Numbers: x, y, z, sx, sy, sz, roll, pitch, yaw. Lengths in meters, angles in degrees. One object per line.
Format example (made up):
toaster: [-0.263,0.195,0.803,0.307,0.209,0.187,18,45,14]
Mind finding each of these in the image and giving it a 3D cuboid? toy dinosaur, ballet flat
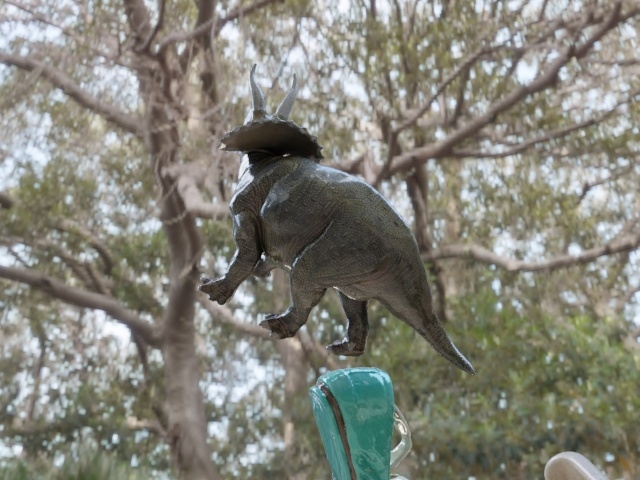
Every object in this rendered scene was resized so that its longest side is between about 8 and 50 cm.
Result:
toy dinosaur: [0.000,0.000,0.854,0.121,0.313,0.160,-11,-46,-51]
ballet flat: [0.049,0.220,0.956,0.087,0.083,0.247,-17,-61,-18]

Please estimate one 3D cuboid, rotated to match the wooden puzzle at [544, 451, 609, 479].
wooden puzzle: [0.360,0.378,0.962,0.081,0.348,0.322,-26,-74,-10]
